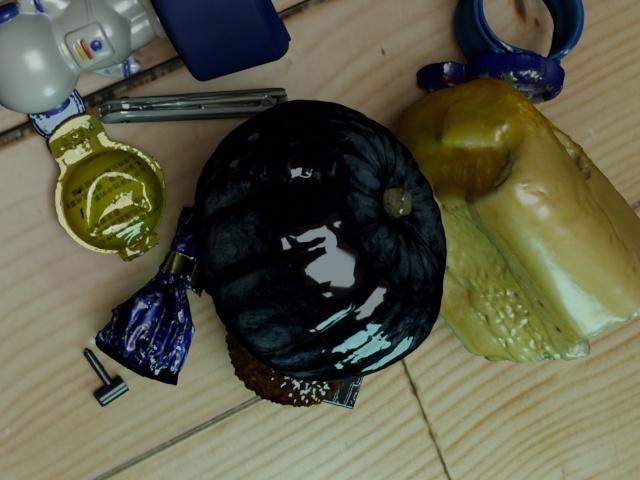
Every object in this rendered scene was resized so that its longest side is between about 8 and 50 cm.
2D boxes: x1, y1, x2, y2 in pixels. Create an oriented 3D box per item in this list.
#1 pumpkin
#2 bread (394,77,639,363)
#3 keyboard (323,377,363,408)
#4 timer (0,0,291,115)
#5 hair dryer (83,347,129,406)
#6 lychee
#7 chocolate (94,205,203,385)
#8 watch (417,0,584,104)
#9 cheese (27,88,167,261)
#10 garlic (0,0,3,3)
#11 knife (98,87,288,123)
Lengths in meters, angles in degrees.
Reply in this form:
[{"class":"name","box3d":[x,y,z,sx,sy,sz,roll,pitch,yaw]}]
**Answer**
[{"class":"pumpkin","box3d":[0.000,0.000,1.790,0.266,0.363,0.363,-21,112,26]},{"class":"bread","box3d":[0.269,-0.047,1.981,0.394,0.361,0.250,51,57,-19]},{"class":"keyboard","box3d":[0.052,0.149,2.110,0.067,0.011,0.202,17,94,-20]},{"class":"timer","box3d":[-0.260,-0.286,1.813,0.383,0.270,0.270,-24,108,1]},{"class":"hair dryer","box3d":[-0.307,0.187,1.979,0.047,0.026,0.083,-34,106,-12]},{"class":"lychee","box3d":[-0.041,0.151,1.996,0.188,0.188,0.188,-4,101,-19]},{"class":"chocolate","box3d":[-0.179,0.026,1.946,0.126,0.148,0.343,24,81,17]},{"class":"watch","box3d":[0.269,-0.300,2.037,0.196,0.171,0.200,11,81,-20]},{"class":"cheese","box3d":[-0.299,-0.090,1.909,0.156,0.064,0.250,-32,100,-14]},{"class":"garlic","box3d":[-0.453,-0.375,1.730,0.184,0.203,0.281,1,96,-39]},{"class":"knife","box3d":[-0.166,-0.183,1.925,0.265,0.073,0.041,-5,93,-24]}]
